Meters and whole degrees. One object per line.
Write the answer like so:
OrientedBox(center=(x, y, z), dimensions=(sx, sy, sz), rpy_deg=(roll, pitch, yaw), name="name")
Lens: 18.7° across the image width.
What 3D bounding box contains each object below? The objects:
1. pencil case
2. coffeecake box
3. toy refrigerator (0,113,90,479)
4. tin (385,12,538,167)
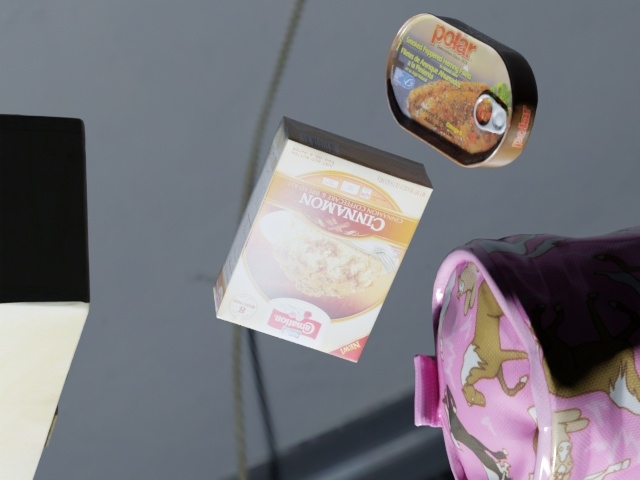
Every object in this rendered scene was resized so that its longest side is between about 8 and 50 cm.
OrientedBox(center=(0.246, 0.047, 1.047), dimensions=(0.386, 0.160, 0.167), rpy_deg=(-9, 142, -17), name="pencil case")
OrientedBox(center=(0.000, 0.000, 1.787), dimensions=(0.142, 0.068, 0.185), rpy_deg=(18, 110, -13), name="coffeecake box")
OrientedBox(center=(-0.176, 0.043, 1.012), dimensions=(0.094, 0.102, 0.269), rpy_deg=(2, 153, -15), name="toy refrigerator")
OrientedBox(center=(0.120, -0.130, 1.674), dimensions=(0.040, 0.189, 0.106), rpy_deg=(-2, 114, -31), name="tin")
